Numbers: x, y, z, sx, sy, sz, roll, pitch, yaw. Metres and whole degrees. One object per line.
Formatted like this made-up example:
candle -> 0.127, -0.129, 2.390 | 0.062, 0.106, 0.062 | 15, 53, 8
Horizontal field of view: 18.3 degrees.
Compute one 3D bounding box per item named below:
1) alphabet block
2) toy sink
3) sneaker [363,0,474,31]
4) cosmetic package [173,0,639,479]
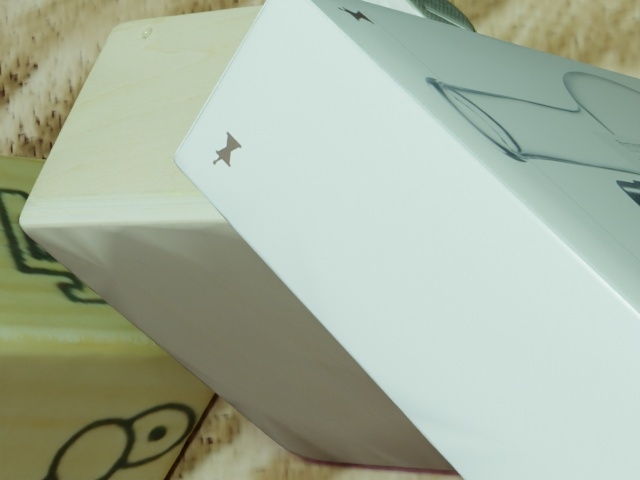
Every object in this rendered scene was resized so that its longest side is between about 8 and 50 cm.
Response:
alphabet block -> -0.202, 0.072, 1.119 | 0.193, 0.197, 0.192 | 47, 115, 33
toy sink -> 0.000, 0.000, 0.974 | 0.153, 0.234, 0.131 | -1, 56, 42
sneaker -> 0.015, -0.130, 1.041 | 0.152, 0.053, 0.061 | 52, 121, 31
cosmetic package -> 0.160, 0.060, 0.744 | 0.377, 0.284, 0.097 | 46, 116, 33
